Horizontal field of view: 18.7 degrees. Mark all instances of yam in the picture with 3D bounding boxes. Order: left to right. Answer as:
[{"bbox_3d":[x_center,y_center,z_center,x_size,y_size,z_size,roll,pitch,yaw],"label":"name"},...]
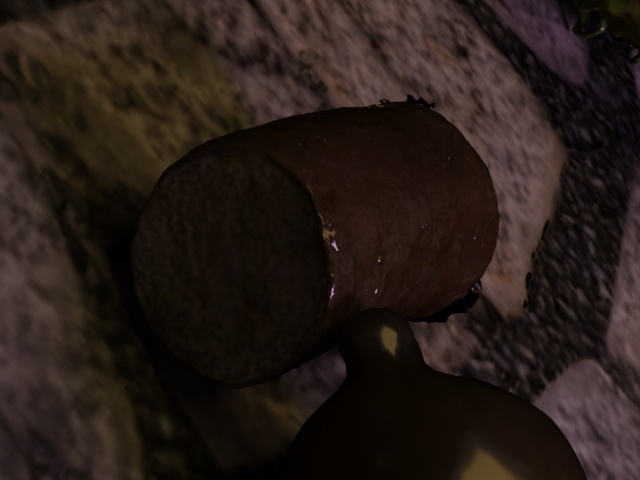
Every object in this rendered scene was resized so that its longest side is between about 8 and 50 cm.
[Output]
[{"bbox_3d":[0.001,-0.003,0.634,0.084,0.084,0.127,62,28,7],"label":"yam"}]

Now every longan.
[{"bbox_3d":[0.031,0.078,0.579,0.106,0.106,0.119,-8,80,-57],"label":"longan"}]

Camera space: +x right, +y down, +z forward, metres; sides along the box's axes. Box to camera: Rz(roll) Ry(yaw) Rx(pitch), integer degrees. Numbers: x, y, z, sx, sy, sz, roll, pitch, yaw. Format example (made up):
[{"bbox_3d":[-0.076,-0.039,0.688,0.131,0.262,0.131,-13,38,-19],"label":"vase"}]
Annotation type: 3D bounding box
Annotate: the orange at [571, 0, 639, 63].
[{"bbox_3d":[0.254,-0.210,0.966,0.300,0.301,0.223,-43,134,-22],"label":"orange"}]
